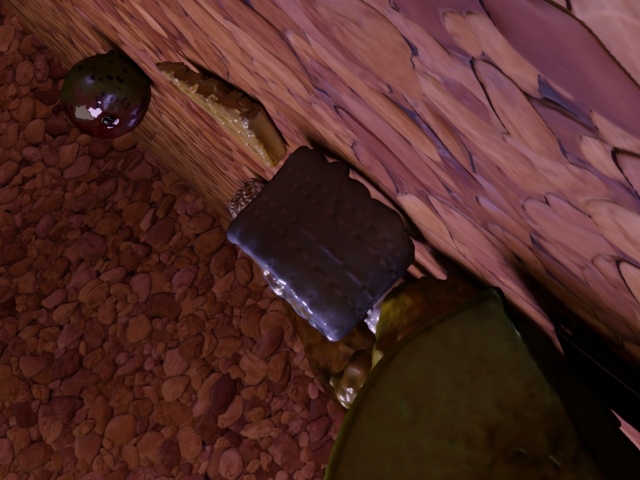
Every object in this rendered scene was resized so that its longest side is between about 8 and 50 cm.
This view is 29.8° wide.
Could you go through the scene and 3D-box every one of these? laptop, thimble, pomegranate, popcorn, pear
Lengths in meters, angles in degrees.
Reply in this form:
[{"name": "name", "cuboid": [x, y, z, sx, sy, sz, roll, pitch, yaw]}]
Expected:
[{"name": "laptop", "cuboid": [0.239, 0.128, 0.831, 0.180, 0.016, 0.129, 41, 175, 29]}, {"name": "thimble", "cuboid": [0.002, 0.002, 1.051, 0.151, 0.118, 0.127, 39, 173, 42]}, {"name": "pomegranate", "cuboid": [-0.320, -0.215, 1.762, 0.129, 0.129, 0.159, 46, 175, -29]}, {"name": "popcorn", "cuboid": [0.111, 0.122, 1.032, 0.197, 0.155, 0.197, 33, 167, 8]}, {"name": "pear", "cuboid": [0.154, 0.255, 0.845, 0.318, 0.238, 0.342, 48, -168, -53]}]

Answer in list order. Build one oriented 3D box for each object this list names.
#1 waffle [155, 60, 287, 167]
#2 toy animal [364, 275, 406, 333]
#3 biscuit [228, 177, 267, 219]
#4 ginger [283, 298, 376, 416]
[{"name": "waffle", "cuboid": [-0.117, -0.152, 1.188, 0.191, 0.032, 0.125, 40, 176, 21]}, {"name": "toy animal", "cuboid": [0.080, 0.071, 1.180, 0.124, 0.085, 0.071, 46, 176, 15]}, {"name": "biscuit", "cuboid": [-0.056, -0.015, 1.701, 0.168, 0.070, 0.082, 44, -176, -30]}, {"name": "ginger", "cuboid": [0.136, 0.187, 1.292, 0.418, 0.176, 0.254, 42, -177, 40]}]
